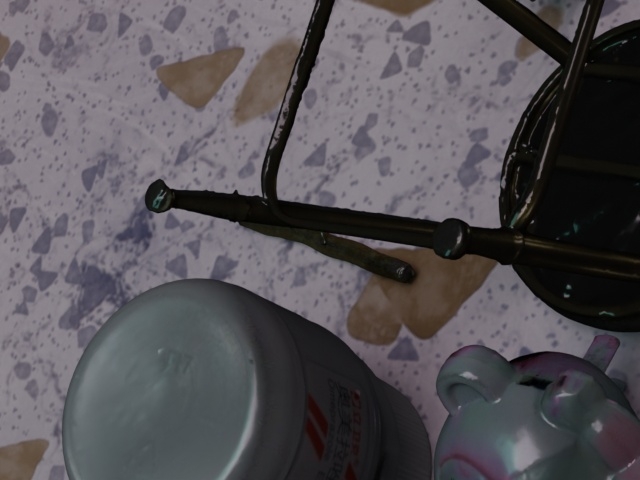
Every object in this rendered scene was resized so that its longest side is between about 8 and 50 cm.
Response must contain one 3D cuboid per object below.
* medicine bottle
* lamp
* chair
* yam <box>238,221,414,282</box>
[{"bbox_3d":[-0.057,0.184,1.641,0.245,0.306,0.245,-12,67,30],"label":"medicine bottle"},{"bbox_3d":[0.250,0.188,1.514,0.301,0.247,0.247,9,47,30],"label":"lamp"},{"bbox_3d":[0.161,-0.115,1.516,0.365,0.410,0.361,9,79,47],"label":"chair"},{"bbox_3d":[0.000,0.001,1.846,0.234,0.029,0.027,19,95,38],"label":"yam"}]
